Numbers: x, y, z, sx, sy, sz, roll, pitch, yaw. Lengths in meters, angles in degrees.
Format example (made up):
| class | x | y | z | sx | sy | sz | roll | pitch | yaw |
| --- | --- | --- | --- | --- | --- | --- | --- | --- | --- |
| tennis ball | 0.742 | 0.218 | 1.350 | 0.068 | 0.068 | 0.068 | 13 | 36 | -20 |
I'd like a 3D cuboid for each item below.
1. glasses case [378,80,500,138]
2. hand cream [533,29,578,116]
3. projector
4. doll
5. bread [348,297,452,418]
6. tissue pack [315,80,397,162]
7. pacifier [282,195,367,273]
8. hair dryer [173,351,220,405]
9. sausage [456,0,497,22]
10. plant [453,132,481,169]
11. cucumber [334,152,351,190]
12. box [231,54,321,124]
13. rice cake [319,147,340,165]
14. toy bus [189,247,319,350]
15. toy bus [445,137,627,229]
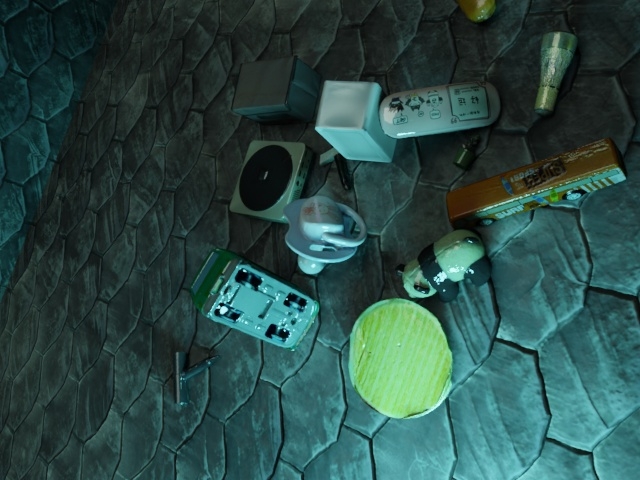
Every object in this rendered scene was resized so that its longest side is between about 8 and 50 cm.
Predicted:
| class | x | y | z | sx | sy | sz | roll | pitch | yaw |
| --- | --- | --- | --- | --- | --- | --- | --- | --- | --- |
| glasses case | 0.306 | -0.337 | 1.533 | 0.314 | 0.075 | 0.122 | -8 | 87 | 0 |
| hand cream | 0.565 | -0.400 | 1.443 | 0.083 | 0.084 | 0.203 | 11 | 88 | 40 |
| projector | -0.158 | -0.192 | 1.933 | 0.259 | 0.079 | 0.257 | 11 | 81 | 41 |
| doll | 0.301 | 0.059 | 1.443 | 0.234 | 0.135 | 0.144 | -35 | 53 | 29 |
| bread | 0.198 | 0.291 | 1.477 | 0.301 | 0.045 | 0.302 | -5 | 81 | 35 |
| tissue pack | 0.109 | -0.323 | 1.644 | 0.159 | 0.246 | 0.136 | 9 | 82 | 25 |
| pacifier | 0.000 | 0.000 | 1.697 | 0.287 | 0.238 | 0.226 | -103 | 24 | -48 |
| hair dryer | -0.401 | 0.434 | 1.924 | 0.194 | 0.050 | 0.173 | -19 | 66 | 29 |
| sausage | 0.421 | -0.699 | 1.652 | 0.098 | 0.098 | 0.238 | -32 | 54 | 25 |
| plant | 0.384 | -0.235 | 1.537 | 0.051 | 0.051 | 0.102 | 28 | 87 | 41 |
| cucumber | 0.070 | -0.202 | 1.787 | 0.032 | 0.032 | 0.133 | -30 | 59 | 27 |
| box | -0.145 | -0.496 | 1.987 | 0.252 | 0.153 | 0.189 | 2 | 77 | 38 |
| rice cake | 0.063 | -0.280 | 1.824 | 0.170 | 0.029 | 0.033 | -29 | 64 | 29 |
| toy bus | -0.193 | 0.160 | 1.670 | 0.199 | 0.343 | 0.184 | 29 | 87 | 49 |
| toy bus | 0.485 | -0.122 | 1.387 | 0.408 | 0.092 | 0.093 | -19 | 60 | 31 |
